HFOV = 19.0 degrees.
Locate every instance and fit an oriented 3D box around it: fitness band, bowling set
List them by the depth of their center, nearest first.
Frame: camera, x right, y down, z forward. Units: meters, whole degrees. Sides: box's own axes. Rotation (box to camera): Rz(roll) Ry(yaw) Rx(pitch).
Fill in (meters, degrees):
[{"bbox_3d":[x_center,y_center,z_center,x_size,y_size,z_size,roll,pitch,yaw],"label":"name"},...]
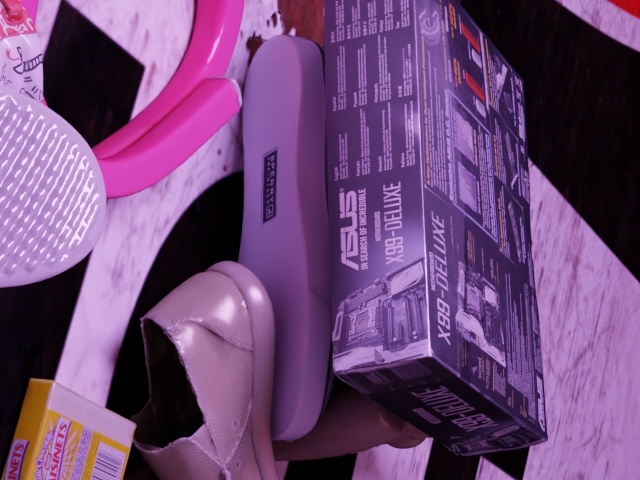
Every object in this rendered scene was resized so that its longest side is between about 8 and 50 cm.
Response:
[{"bbox_3d":[-0.128,-0.147,1.257,0.291,0.054,0.209,-47,133,-49],"label":"fitness band"},{"bbox_3d":[0.030,0.078,1.524,0.287,0.154,0.200,11,67,-59],"label":"bowling set"}]

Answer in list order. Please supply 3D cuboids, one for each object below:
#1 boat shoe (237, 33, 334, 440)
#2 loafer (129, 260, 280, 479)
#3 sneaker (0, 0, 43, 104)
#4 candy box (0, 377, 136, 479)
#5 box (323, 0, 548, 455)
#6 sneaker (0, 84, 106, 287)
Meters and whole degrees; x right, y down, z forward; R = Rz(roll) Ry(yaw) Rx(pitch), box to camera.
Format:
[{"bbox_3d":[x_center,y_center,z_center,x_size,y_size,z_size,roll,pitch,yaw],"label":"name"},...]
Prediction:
[{"bbox_3d":[0.000,0.000,1.406,0.102,0.108,0.301,11,69,-32],"label":"boat shoe"},{"bbox_3d":[-0.086,0.149,1.343,0.092,0.102,0.269,-9,103,-31],"label":"loafer"},{"bbox_3d":[-0.235,-0.123,1.038,0.145,0.090,0.270,-57,144,-41],"label":"sneaker"},{"bbox_3d":[-0.181,0.203,1.247,0.105,0.027,0.206,37,62,-54],"label":"candy box"},{"bbox_3d":[0.085,-0.020,1.387,0.242,0.076,0.307,36,48,-59],"label":"box"},{"bbox_3d":[-0.254,-0.029,0.923,0.282,0.161,0.102,6,82,-36],"label":"sneaker"}]
